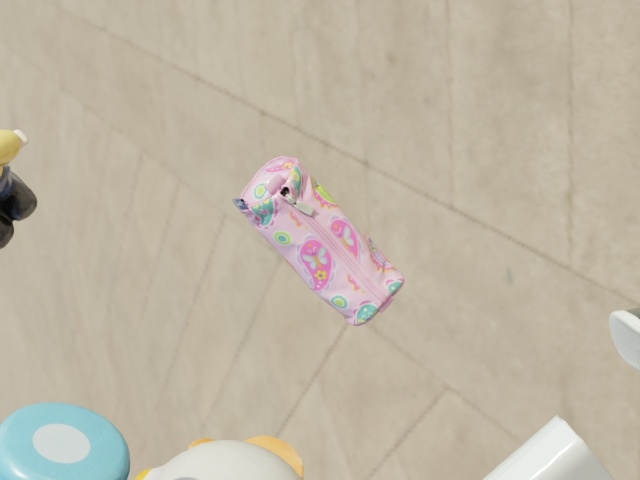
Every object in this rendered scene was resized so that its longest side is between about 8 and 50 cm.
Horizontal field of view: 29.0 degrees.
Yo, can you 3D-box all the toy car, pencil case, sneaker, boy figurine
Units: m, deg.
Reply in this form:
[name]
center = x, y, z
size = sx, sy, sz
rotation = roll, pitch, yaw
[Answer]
[toy car]
center = -0.088, 0.182, 0.744
size = 0.238, 0.210, 0.219
rotation = -50, -17, -60
[pencil case]
center = 0.000, 0.000, 1.871
size = 0.284, 0.124, 0.124
rotation = 48, 169, -21
[sneaker]
center = 0.487, 0.135, 1.546
size = 0.296, 0.147, 0.104
rotation = -127, 20, -70
[boy figurine]
center = -0.405, -0.061, 1.448
size = 0.092, 0.177, 0.285
rotation = 39, 173, 0

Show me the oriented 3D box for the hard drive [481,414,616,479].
[hard drive]
center = 0.119, 0.291, 0.993
size = 0.203, 0.307, 0.040
rotation = 47, -178, -44
